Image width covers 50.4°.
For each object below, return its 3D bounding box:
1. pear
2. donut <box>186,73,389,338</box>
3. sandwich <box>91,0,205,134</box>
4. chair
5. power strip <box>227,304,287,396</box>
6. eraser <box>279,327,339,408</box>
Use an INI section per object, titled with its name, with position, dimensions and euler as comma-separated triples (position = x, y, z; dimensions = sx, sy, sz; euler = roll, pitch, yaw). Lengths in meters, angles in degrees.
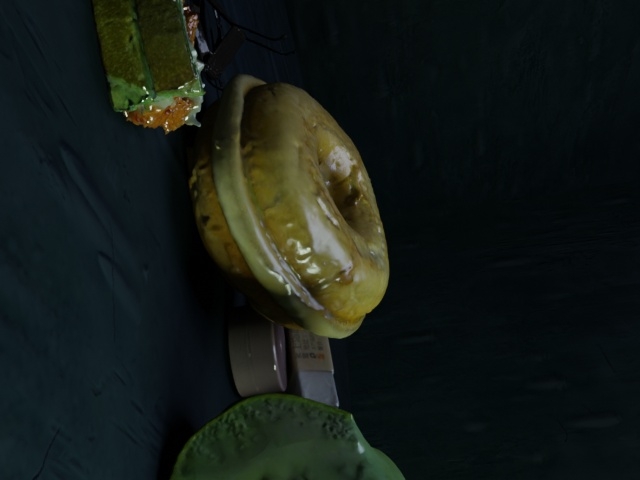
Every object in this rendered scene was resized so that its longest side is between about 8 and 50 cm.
[pear]
position = -0.054, 0.314, 0.770
dimensions = 0.282, 0.286, 0.176
euler = 52, -28, 35
[donut]
position = -0.043, -0.057, 1.084
dimensions = 0.449, 0.198, 0.449
euler = 51, 26, -36
[sandwich]
position = -0.181, -0.225, 0.774
dimensions = 0.160, 0.109, 0.185
euler = 17, 65, -82
[chair]
position = -0.168, -0.352, 1.214
dimensions = 0.213, 0.149, 0.174
euler = 41, 6, 5
[power strip]
position = -0.102, 0.181, 1.125
dimensions = 0.154, 0.078, 0.154
euler = -8, 90, -88
[eraser]
position = -0.043, 0.192, 1.265
dimensions = 0.144, 0.078, 0.343
euler = 114, -26, -42
